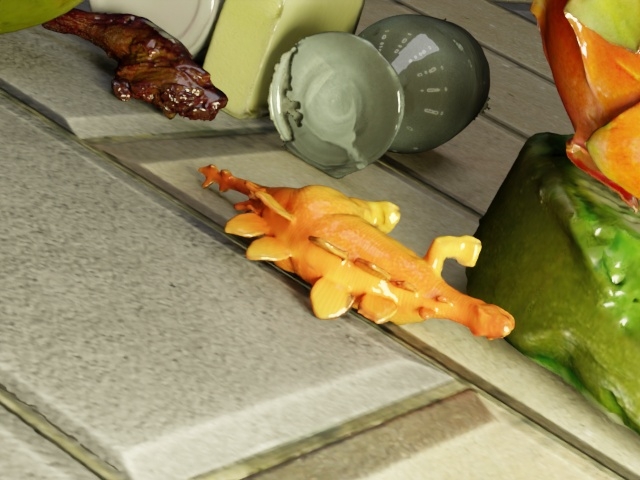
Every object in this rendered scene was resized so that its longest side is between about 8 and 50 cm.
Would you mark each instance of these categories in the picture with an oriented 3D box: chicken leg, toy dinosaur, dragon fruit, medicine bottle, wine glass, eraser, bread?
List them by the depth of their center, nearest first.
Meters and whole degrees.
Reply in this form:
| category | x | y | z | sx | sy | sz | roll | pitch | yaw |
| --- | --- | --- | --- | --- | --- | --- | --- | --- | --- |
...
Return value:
| category | x | y | z | sx | sy | sz | roll | pitch | yaw |
| --- | --- | --- | --- | --- | --- | --- | --- | --- | --- |
| dragon fruit | 0.250 | -0.111 | 1.039 | 0.224 | 0.224 | 0.227 | 1 | 37 | -48 |
| toy dinosaur | 0.000 | 0.000 | 1.089 | 0.288 | 0.070 | 0.117 | 29 | 19 | 31 |
| bread | 0.289 | 0.054 | 1.172 | 0.382 | 0.129 | 0.366 | 17 | 22 | -21 |
| chicken leg | -0.152 | -0.149 | 1.355 | 0.093 | 0.053 | 0.205 | -12 | 33 | -37 |
| wine glass | 0.060 | -0.130 | 1.427 | 0.126 | 0.126 | 0.241 | 29 | 21 | 16 |
| eraser | -0.032 | -0.171 | 1.441 | 0.058 | 0.117 | 0.172 | 25 | 18 | 20 |
| medicine bottle | -0.070 | -0.233 | 1.547 | 0.130 | 0.130 | 0.341 | 29 | 19 | 19 |

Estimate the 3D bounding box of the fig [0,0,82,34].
| category | x | y | z | sx | sy | sz | roll | pitch | yaw |
| --- | --- | --- | --- | --- | --- | --- | --- | --- | --- |
| fig | -0.262 | -0.253 | 1.268 | 0.225 | 0.203 | 0.203 | 8 | 22 | -20 |
